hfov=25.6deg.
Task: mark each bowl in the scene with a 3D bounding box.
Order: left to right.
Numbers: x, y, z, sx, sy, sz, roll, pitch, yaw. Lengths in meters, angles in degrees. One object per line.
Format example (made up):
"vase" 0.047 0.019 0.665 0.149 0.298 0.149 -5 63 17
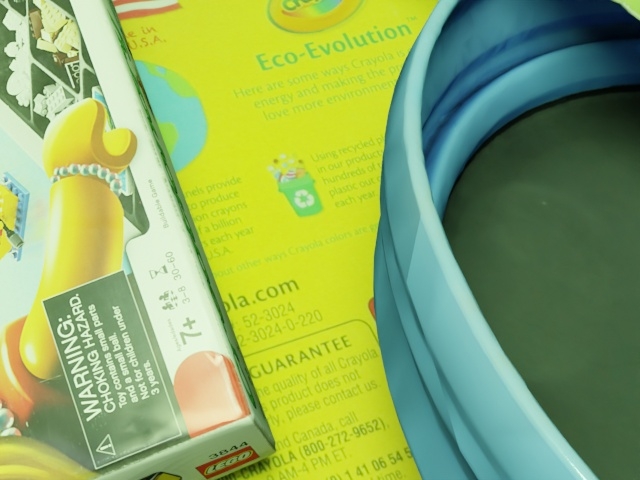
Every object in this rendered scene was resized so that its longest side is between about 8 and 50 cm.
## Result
"bowl" 0.198 0.037 0.447 0.391 0.077 0.391 13 42 -12

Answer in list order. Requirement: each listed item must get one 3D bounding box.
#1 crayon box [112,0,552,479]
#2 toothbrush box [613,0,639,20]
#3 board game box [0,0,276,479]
"crayon box" 0.000 0.000 0.538 0.202 0.081 0.318 -16 67 -23
"toothbrush box" 0.180 -0.145 0.479 0.283 0.122 0.206 39 42 18
"board game box" -0.157 -0.038 0.465 0.193 0.053 0.305 -22 69 -1
